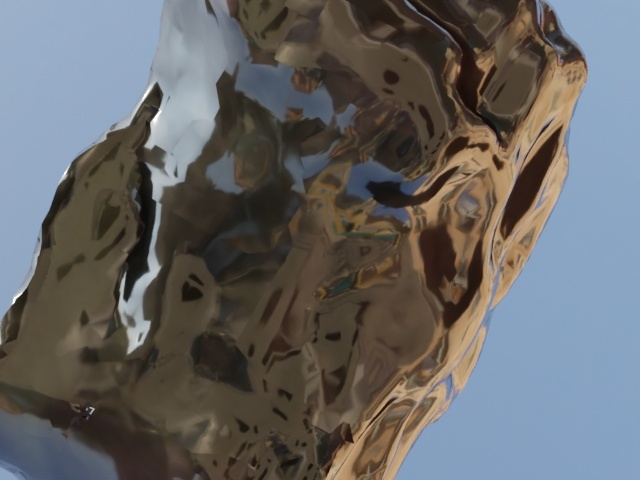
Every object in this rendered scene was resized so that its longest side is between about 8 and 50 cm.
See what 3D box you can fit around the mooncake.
[{"bbox_3d":[0.000,0.000,0.898,0.212,0.381,0.350,27,-156,16],"label":"mooncake"}]
